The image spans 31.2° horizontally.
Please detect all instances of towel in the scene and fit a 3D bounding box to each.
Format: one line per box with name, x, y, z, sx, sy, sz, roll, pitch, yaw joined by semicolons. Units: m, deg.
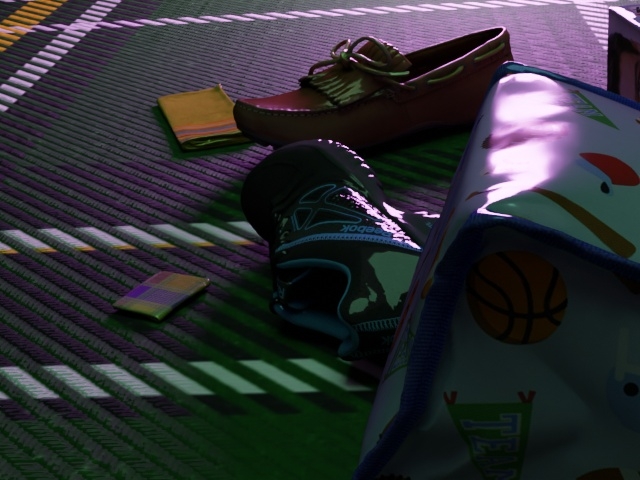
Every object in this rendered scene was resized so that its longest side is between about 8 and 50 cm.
towel;-0.147;0.051;1.067;0.060;0.009;0.083;10;28;28
towel;-0.159;-0.171;1.564;0.102;0.021;0.237;-9;24;-13

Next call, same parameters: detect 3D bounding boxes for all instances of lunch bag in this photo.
lunch bag;0.249;0.065;0.694;0.386;0.238;0.328;22;26;4

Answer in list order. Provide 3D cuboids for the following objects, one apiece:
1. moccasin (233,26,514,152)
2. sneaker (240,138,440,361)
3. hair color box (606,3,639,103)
moccasin;0.074;-0.193;1.416;0.380;0.146;0.139;-11;25;-16
sneaker;0.000;0.000;1.016;0.140;0.125;0.341;-18;26;-26
hair color box;0.386;-0.103;1.108;0.114;0.185;0.374;-6;23;-2
